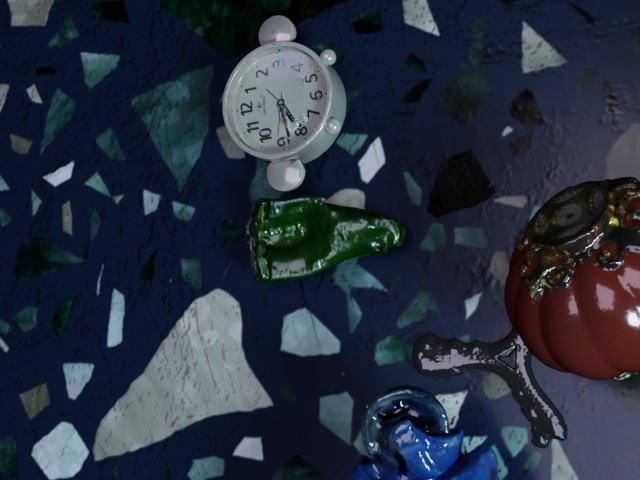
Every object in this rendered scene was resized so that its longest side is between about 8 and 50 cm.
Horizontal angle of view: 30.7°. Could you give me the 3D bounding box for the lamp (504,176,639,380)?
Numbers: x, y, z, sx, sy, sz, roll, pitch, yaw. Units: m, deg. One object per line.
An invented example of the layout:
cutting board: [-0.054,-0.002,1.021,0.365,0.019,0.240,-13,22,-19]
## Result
lamp: [0.302,0.044,1.202,0.226,0.227,0.227,-5,78,24]

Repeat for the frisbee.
frisbee: [0.225,0.144,1.319,0.211,0.012,0.187,-35,69,14]

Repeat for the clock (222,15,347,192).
clock: [-0.042,-0.172,1.475,0.155,0.063,0.229,-9,79,20]

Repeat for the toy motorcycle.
toy motorcycle: [0.102,0.333,1.279,0.319,0.241,0.182,-61,24,10]

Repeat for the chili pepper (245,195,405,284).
chili pepper: [-0.002,0.000,1.425,0.216,0.062,0.108,-1,86,24]
